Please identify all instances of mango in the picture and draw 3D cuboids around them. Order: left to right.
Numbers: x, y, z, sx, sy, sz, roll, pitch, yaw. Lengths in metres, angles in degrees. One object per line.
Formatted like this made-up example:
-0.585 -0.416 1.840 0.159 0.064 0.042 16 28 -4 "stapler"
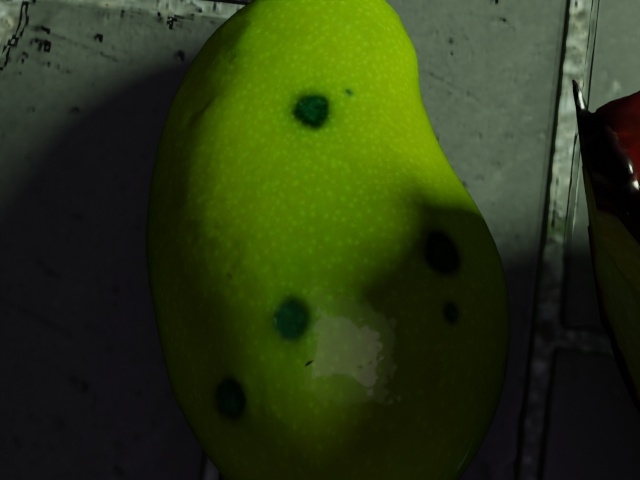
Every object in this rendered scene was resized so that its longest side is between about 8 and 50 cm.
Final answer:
0.000 0.000 0.660 0.175 0.143 0.293 -7 69 0 "mango"

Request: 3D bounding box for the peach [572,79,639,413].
0.255 0.078 0.563 0.201 0.258 0.362 -21 75 5 "peach"
